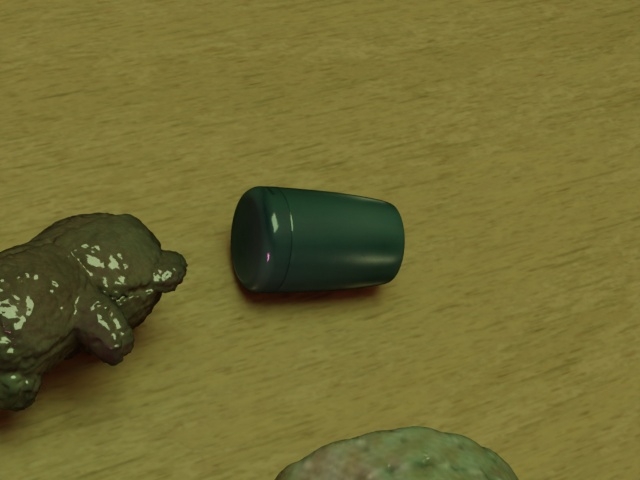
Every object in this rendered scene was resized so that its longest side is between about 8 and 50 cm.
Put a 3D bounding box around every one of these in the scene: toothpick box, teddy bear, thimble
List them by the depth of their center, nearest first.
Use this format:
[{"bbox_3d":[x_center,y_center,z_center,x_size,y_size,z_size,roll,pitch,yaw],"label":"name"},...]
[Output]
[{"bbox_3d":[0.079,0.320,1.465,0.291,0.291,0.195,6,45,-17],"label":"thimble"},{"bbox_3d":[-0.277,0.063,1.640,0.236,0.151,0.267,15,25,33],"label":"teddy bear"},{"bbox_3d":[0.000,0.000,1.830,0.184,0.120,0.120,1,50,-24],"label":"toothpick box"}]
